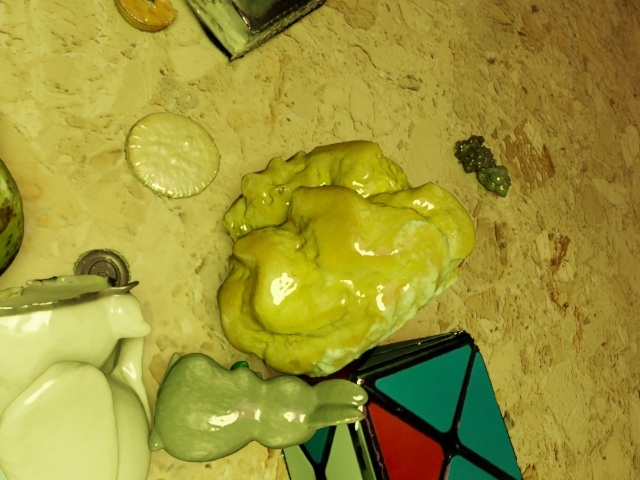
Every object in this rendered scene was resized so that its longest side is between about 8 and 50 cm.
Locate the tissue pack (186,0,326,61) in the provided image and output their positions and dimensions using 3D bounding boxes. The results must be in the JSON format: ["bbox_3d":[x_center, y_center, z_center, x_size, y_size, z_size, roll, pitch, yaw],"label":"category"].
[{"bbox_3d":[-0.129,-0.504,0.887,0.245,0.123,0.332,49,52,-12],"label":"tissue pack"}]

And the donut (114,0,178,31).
[{"bbox_3d":[-0.293,-0.392,0.791,0.097,0.043,0.108,-19,85,-38],"label":"donut"}]

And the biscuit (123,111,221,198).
[{"bbox_3d":[-0.231,-0.137,0.762,0.152,0.020,0.152,11,69,-30],"label":"biscuit"}]

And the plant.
[{"bbox_3d":[0.388,-0.176,1.143,0.085,0.087,0.174,-44,96,-4],"label":"plant"}]

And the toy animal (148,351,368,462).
[{"bbox_3d":[-0.072,0.204,0.556,0.237,0.108,0.138,12,42,10],"label":"toy animal"}]

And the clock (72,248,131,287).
[{"bbox_3d":[-0.299,0.051,0.664,0.074,0.010,0.083,-3,76,-34],"label":"clock"}]

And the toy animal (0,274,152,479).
[{"bbox_3d":[-0.270,0.166,0.536,0.174,0.249,0.289,-4,116,-2],"label":"toy animal"}]

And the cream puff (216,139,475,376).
[{"bbox_3d":[0.000,0.000,0.691,0.378,0.378,0.275,-39,98,-35],"label":"cream puff"}]

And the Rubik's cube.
[{"bbox_3d":[0.097,0.287,0.698,0.249,0.250,0.246,-10,80,-32],"label":"Rubik's cube"}]

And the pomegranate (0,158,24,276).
[{"bbox_3d":[-0.408,-0.055,0.513,0.204,0.222,0.276,31,41,-2],"label":"pomegranate"}]
